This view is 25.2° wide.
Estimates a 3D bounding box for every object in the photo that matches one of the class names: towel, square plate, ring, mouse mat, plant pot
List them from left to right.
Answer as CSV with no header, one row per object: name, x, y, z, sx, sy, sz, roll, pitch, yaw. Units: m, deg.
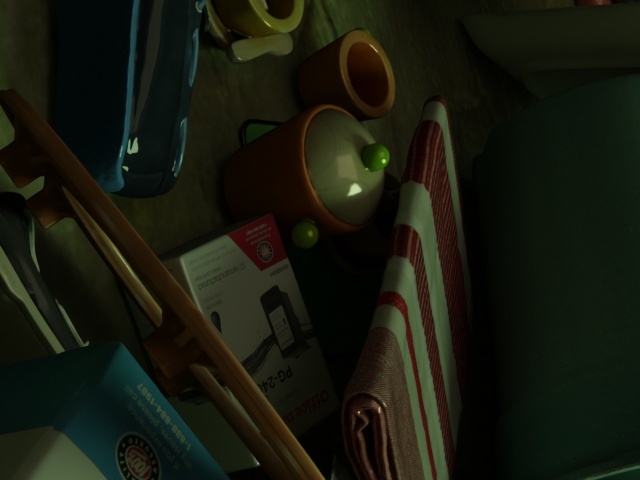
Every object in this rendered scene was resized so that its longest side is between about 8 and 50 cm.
ring,-0.074,0.064,0.757,0.032,0.336,0.336,-37,112,-9
mouse mat,0.000,0.000,1.126,0.152,0.007,0.189,2,75,-52
towel,0.071,0.079,1.054,0.329,0.037,0.237,-74,159,-48
plant pot,0.280,0.059,1.227,0.341,0.341,0.334,17,56,-48
square plate,0.356,-0.129,1.366,0.347,0.344,0.049,29,72,-44

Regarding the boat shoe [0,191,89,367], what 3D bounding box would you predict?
boat shoe,-0.156,0.064,0.848,0.065,0.075,0.206,-36,100,-51

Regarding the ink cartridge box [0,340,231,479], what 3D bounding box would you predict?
ink cartridge box,-0.166,0.221,0.675,0.198,0.197,0.270,56,40,-24

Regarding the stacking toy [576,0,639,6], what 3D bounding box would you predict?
stacking toy,0.397,-0.358,1.658,0.309,0.130,0.279,-43,112,-50

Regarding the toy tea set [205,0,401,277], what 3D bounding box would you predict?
toy tea set,0.015,-0.137,1.085,0.200,0.124,0.336,1,76,-52

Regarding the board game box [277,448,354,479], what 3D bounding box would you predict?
board game box,-0.002,0.281,0.942,0.165,0.042,0.243,62,31,-57

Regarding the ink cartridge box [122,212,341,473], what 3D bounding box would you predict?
ink cartridge box,-0.059,0.071,0.978,0.109,0.063,0.150,-28,100,-52

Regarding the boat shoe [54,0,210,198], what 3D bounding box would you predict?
boat shoe,-0.124,-0.154,0.965,0.089,0.109,0.258,20,78,-55
